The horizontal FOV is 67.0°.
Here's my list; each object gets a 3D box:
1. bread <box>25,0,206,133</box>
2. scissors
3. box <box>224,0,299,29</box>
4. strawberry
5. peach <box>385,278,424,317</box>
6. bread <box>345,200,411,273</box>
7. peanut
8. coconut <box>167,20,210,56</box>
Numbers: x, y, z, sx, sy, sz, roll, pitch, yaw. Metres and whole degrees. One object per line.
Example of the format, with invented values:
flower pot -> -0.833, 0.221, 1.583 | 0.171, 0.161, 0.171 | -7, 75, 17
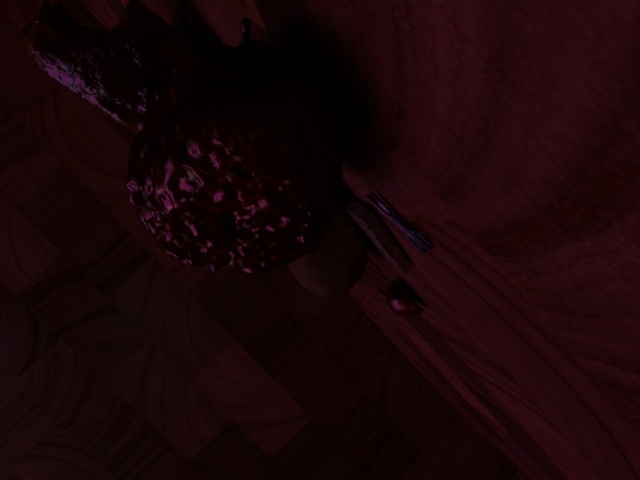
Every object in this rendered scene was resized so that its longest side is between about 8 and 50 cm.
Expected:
bread -> -0.256, -0.249, 0.780 | 0.380, 0.185, 0.109 | 35, -157, -27
scissors -> 0.111, -0.027, 0.686 | 0.119, 0.014, 0.058 | 44, 170, 3
box -> -0.111, -0.275, 0.344 | 0.237, 0.070, 0.152 | 42, 173, 26
strawberry -> -0.086, -0.112, 0.572 | 0.292, 0.292, 0.343 | 47, 151, 6
peach -> 0.182, 0.137, 1.087 | 0.098, 0.061, 0.098 | 45, -178, -2
bread -> 0.103, -0.006, 0.838 | 0.153, 0.028, 0.068 | 49, 175, -29
peanut -> 0.000, 0.000, 0.981 | 0.192, 0.169, 0.387 | 50, 172, 20
coconut -> -0.293, -0.301, 0.913 | 0.194, 0.194, 0.194 | 47, 175, 6
